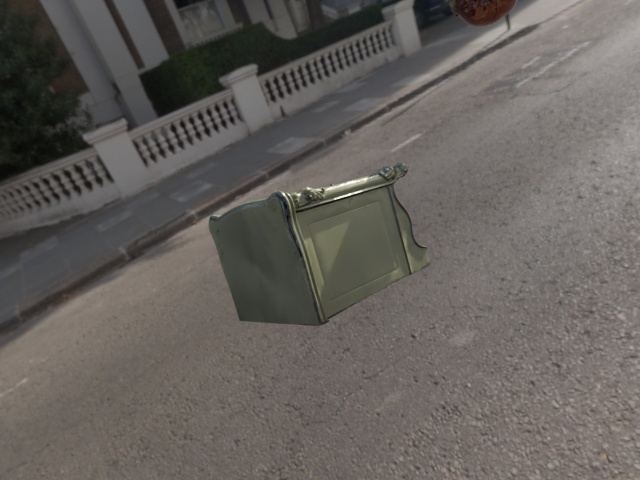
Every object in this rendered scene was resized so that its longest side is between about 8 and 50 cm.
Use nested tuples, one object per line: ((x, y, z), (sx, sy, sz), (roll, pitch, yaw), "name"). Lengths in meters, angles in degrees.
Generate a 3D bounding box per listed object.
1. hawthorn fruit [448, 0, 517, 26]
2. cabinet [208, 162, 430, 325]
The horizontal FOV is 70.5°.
((0.362, -0.546, 0.986), (0.148, 0.148, 0.172), (-5, 22, 31), "hawthorn fruit")
((0.000, 0.000, 0.910), (0.318, 0.228, 0.290), (-21, 6, -37), "cabinet")
